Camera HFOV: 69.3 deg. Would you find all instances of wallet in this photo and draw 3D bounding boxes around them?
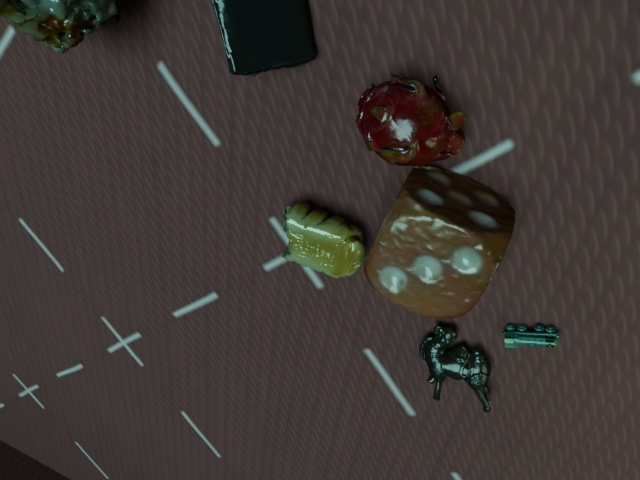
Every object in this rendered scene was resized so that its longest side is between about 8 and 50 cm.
[{"bbox_3d":[-0.095,-0.391,0.663,0.146,0.030,0.285,-18,114,-14],"label":"wallet"}]

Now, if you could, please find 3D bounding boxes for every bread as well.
[{"bbox_3d":[0.000,0.000,0.850,0.177,0.084,0.119,23,126,11],"label":"bread"}]

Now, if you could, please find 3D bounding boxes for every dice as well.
[{"bbox_3d":[0.180,0.004,0.715,0.179,0.175,0.174,25,124,6],"label":"dice"}]

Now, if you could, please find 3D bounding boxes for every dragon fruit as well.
[{"bbox_3d":[0.129,-0.165,0.671,0.165,0.133,0.136,26,134,-3],"label":"dragon fruit"}]

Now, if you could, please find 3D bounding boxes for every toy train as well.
[{"bbox_3d":[0.362,0.166,0.798,0.092,0.045,0.029,-2,118,29],"label":"toy train"}]

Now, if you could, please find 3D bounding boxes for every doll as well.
[{"bbox_3d":[0.257,0.236,0.883,0.139,0.057,0.165,5,114,26],"label":"doll"}]

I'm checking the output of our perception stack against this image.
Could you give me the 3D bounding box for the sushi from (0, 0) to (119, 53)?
[{"bbox_3d":[-0.482,-0.462,0.662,0.175,0.417,0.418,-36,101,-7],"label":"sushi"}]
